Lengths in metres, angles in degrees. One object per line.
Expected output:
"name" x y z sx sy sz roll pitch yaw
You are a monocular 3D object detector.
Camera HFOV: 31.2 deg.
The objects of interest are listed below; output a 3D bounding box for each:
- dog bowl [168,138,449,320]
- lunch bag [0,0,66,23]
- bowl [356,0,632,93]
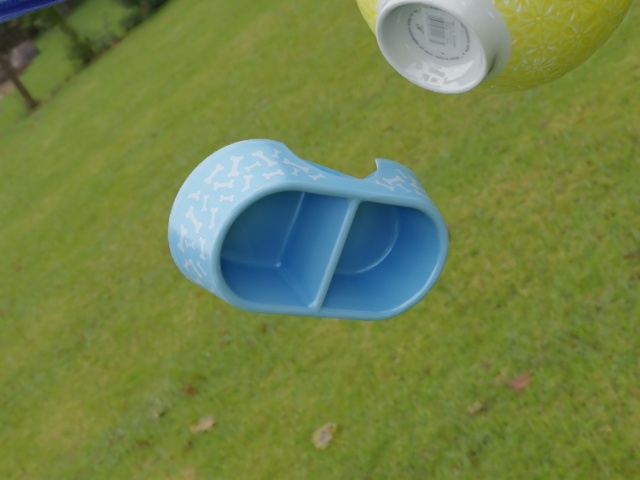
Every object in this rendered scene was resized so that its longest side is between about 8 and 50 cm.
"dog bowl" 0.000 0.000 1.125 0.074 0.297 0.165 45 121 51
"lunch bag" -0.222 -0.190 0.565 0.293 0.221 0.138 -47 -19 -42
"bowl" 0.137 -0.233 1.089 0.289 0.289 0.156 -10 40 49
